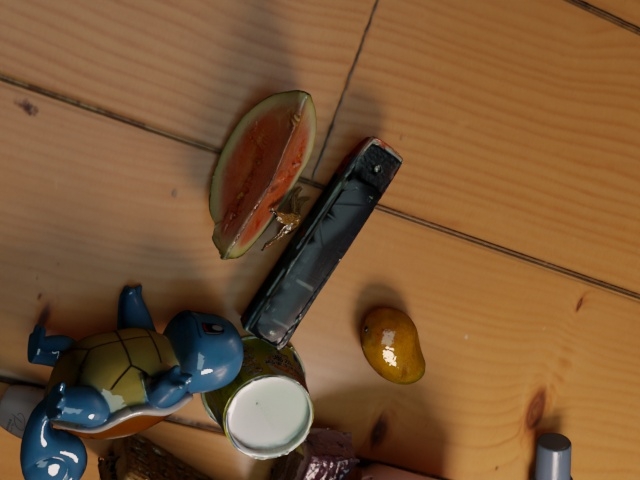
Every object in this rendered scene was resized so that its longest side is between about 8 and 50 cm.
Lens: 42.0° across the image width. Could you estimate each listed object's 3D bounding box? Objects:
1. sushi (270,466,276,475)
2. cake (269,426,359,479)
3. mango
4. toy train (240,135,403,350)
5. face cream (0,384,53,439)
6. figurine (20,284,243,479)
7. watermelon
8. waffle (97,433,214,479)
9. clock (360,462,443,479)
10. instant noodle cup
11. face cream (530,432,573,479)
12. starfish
[{"bbox_3d":[-0.026,0.485,1.631,0.126,0.026,0.120,-15,107,-10],"label":"sushi"},{"bbox_3d":[-0.057,0.469,1.546,0.113,0.116,0.295,32,97,-24],"label":"cake"},{"bbox_3d":[0.134,0.202,1.572,0.115,0.089,0.164,-22,111,-18],"label":"mango"},{"bbox_3d":[0.000,0.000,1.484,0.086,0.089,0.409,31,94,-17],"label":"toy train"},{"bbox_3d":[-0.501,0.294,1.429,0.095,0.091,0.091,24,97,-10],"label":"face cream"},{"bbox_3d":[-0.327,0.230,1.348,0.416,0.298,0.243,-34,120,-12],"label":"figurine"},{"bbox_3d":[-0.112,-0.128,1.407,0.128,0.159,0.303,31,101,9],"label":"watermelon"},{"bbox_3d":[-0.241,0.468,1.473,0.308,0.213,0.091,38,88,-19],"label":"waffle"},{"bbox_3d":[0.129,0.605,1.527,0.251,0.368,0.376,16,77,11],"label":"clock"},{"bbox_3d":[-0.109,0.286,1.495,0.205,0.153,0.204,-3,103,-13],"label":"instant noodle cup"},{"bbox_3d":[0.485,0.587,1.761,0.136,0.086,0.385,-7,110,-12],"label":"face cream"},{"bbox_3d":[-0.058,-0.034,1.444,0.041,0.130,0.133,25,89,11],"label":"starfish"}]
